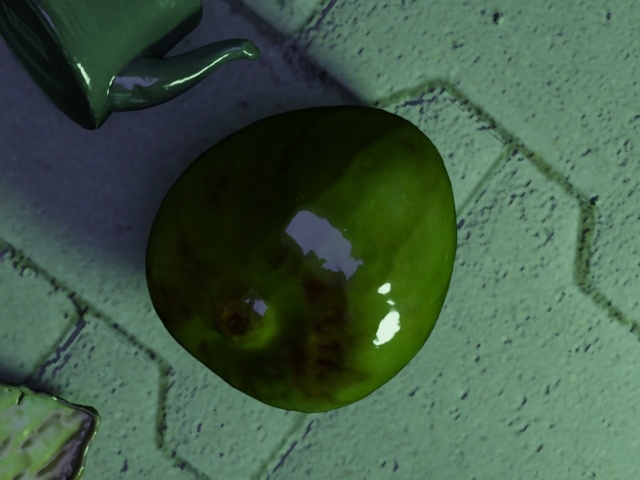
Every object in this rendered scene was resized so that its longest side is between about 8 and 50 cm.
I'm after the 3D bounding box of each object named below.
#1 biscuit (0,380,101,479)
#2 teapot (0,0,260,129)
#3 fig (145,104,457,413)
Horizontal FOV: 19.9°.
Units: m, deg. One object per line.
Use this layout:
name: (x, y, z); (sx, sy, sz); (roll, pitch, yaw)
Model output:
biscuit: (-0.310, 0.139, 1.274); (0.273, 0.036, 0.187); (31, 91, -14)
teapot: (-0.146, -0.187, 1.210); (0.149, 0.162, 0.239); (-37, 73, -13)
fig: (0.000, 0.000, 1.254); (0.203, 0.203, 0.225); (54, 44, -13)
